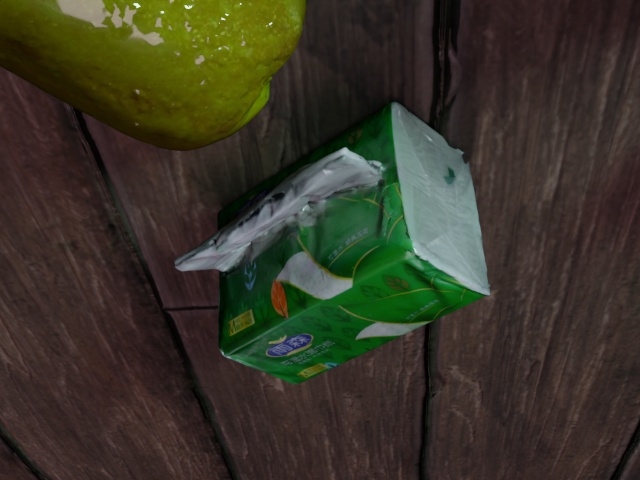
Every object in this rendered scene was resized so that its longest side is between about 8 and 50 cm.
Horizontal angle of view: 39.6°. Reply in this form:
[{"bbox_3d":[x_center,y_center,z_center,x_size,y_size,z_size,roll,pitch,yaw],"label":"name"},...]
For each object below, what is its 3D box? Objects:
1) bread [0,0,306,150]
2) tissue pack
[{"bbox_3d":[-0.178,-0.173,0.514,0.383,0.112,0.166,31,134,-34],"label":"bread"},{"bbox_3d":[0.000,-0.002,0.716,0.209,0.148,0.156,-30,136,34],"label":"tissue pack"}]
